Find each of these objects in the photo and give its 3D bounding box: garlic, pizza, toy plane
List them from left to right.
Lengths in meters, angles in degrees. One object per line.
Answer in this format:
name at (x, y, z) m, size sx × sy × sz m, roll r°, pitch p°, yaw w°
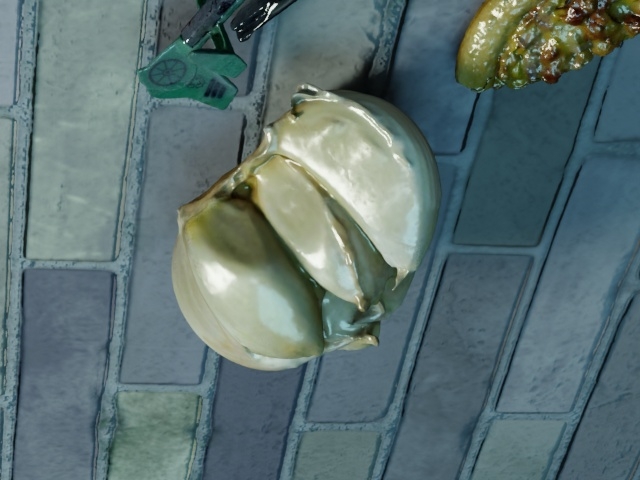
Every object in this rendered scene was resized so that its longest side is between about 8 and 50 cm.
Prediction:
toy plane at (-0.022, -0.236, 1.444) m, size 0.155 × 0.106 × 0.381 m, roll 18°, pitch 128°, yaw -42°
garlic at (0.001, 0.003, 1.639) m, size 0.281 × 0.203 × 0.184 m, roll -42°, pitch 170°, yaw 14°
pizza at (0.216, -0.193, 1.551) m, size 0.246 × 0.058 × 0.127 m, roll -18°, pitch 137°, yaw 15°
